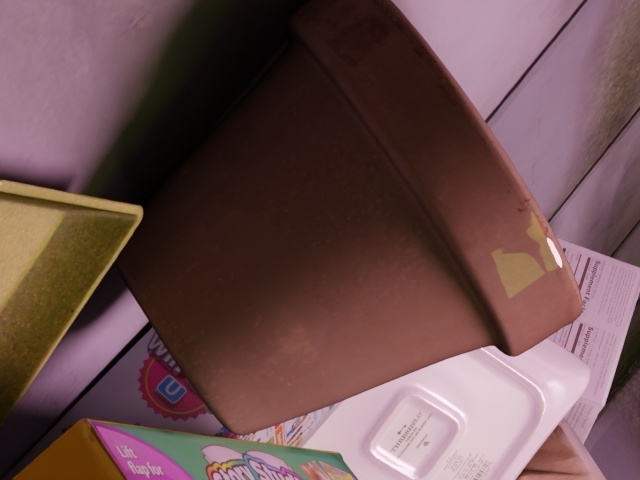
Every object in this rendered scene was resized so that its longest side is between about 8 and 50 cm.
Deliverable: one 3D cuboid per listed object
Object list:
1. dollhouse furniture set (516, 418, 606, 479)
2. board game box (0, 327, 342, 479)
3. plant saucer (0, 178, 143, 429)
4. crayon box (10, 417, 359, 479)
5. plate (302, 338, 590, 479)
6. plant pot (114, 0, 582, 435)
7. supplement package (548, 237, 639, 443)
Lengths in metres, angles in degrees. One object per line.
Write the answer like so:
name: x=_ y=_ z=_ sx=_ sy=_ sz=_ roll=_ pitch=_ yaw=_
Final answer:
dollhouse furniture set: x=0.151 y=0.300 z=1.934 sx=0.394 sy=0.362 sz=0.256 roll=-34 pitch=179 yaw=36
board game box: x=-0.108 y=0.158 z=1.375 sx=0.303 sy=0.097 sz=0.224 roll=-46 pitch=163 yaw=-19
plant saucer: x=-0.197 y=0.040 z=0.990 sx=0.188 sy=0.045 sz=0.188 roll=-55 pitch=163 yaw=8
crayon box: x=-0.142 y=0.255 z=1.146 sx=0.313 sy=0.106 sz=0.363 roll=-41 pitch=159 yaw=12
plate: x=0.078 y=0.170 z=1.651 sx=0.277 sy=0.278 sz=0.045 roll=-55 pitch=-156 yaw=5
plant pot: x=0.000 y=0.000 z=1.151 sx=0.229 sy=0.263 sz=0.263 roll=-33 pitch=161 yaw=-2
supplement package: x=0.260 y=0.156 z=2.157 sx=0.262 sy=0.145 sz=0.204 roll=104 pitch=9 yaw=-54
